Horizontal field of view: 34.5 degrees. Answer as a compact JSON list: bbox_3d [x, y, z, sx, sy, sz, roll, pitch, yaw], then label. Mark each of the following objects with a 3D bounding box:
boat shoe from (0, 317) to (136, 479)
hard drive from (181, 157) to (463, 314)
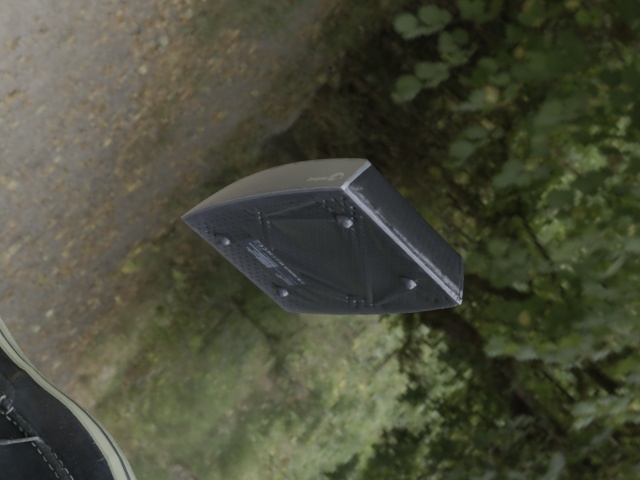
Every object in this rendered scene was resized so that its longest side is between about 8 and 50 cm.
[{"bbox_3d":[-0.358,0.191,1.056,0.187,0.500,0.156,-48,164,28],"label":"boat shoe"},{"bbox_3d":[0.000,0.000,0.924,0.254,0.172,0.054,-8,-134,53],"label":"hard drive"}]
